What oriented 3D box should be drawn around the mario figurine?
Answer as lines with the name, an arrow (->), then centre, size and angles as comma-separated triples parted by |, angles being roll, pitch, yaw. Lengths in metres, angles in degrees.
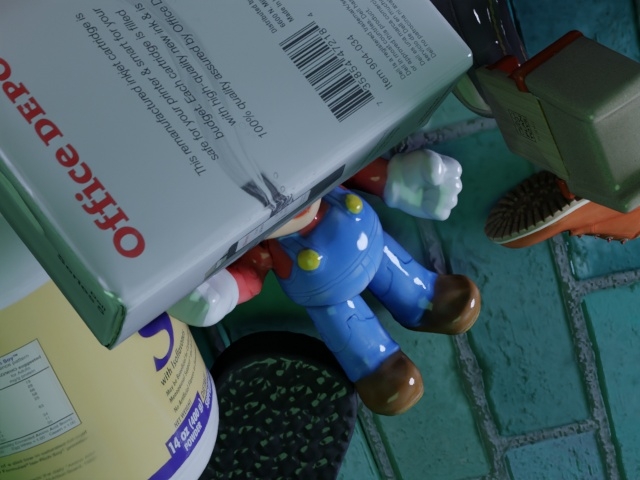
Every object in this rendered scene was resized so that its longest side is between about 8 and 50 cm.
mario figurine -> 0.000, 0.000, 1.038 | 0.170, 0.198, 0.320 | -23, 128, 32

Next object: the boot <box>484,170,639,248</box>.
boot -> 0.211, -0.020, 1.105 | 0.158, 0.059, 0.084 | -23, 127, 13

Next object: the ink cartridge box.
ink cartridge box -> -0.078, -0.095, 0.860 | 0.273, 0.115, 0.198 | -36, 84, -21

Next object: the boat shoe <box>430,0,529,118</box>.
boat shoe -> 0.090, -0.236, 0.908 | 0.130, 0.132, 0.355 | -20, 124, 13

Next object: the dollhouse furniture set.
dollhouse furniture set -> 0.245, -0.137, 0.904 | 0.259, 0.135, 0.262 | -33, 120, -10

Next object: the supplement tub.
supplement tub -> -0.234, 0.051, 1.035 | 0.241, 0.241, 0.331 | -14, 124, 9

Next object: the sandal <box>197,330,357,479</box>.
sandal -> -0.080, 0.260, 1.272 | 0.168, 0.107, 0.445 | 20, 116, -12
